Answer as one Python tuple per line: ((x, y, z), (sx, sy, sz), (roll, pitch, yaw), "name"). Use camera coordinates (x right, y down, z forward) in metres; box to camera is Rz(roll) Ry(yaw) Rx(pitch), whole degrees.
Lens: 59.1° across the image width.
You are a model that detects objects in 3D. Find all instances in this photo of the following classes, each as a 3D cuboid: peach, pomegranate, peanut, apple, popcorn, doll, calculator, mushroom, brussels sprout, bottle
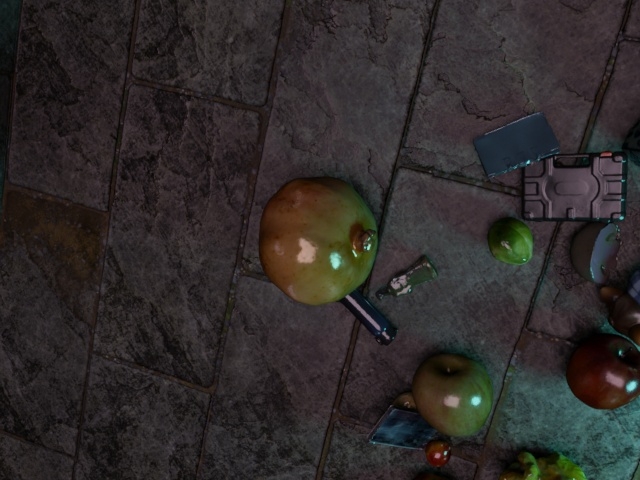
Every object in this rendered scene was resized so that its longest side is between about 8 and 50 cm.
((0.410, 0.744, 1.949), (0.098, 0.061, 0.098), (3, 110, 9), "peach")
((0.000, 0.000, 1.741), (0.412, 0.411, 0.411), (2, 101, 13), "pomegranate")
((0.264, 0.614, 1.952), (0.100, 0.099, 0.214), (35, 100, 5), "peanut")
((0.860, 0.392, 1.696), (0.234, 0.234, 0.233), (2, 101, 13), "apple")
((0.421, 0.495, 1.807), (0.257, 0.256, 0.233), (-3, 118, 14), "apple")
((0.724, 0.800, 1.810), (0.277, 0.276, 0.225), (6, 138, 13), "popcorn")
((1.008, 0.162, 1.645), (0.339, 0.209, 0.318), (-47, 55, 15), "doll")
((0.292, 0.635, 1.901), (0.262, 0.021, 0.161), (23, 108, -33), "calculator")
((0.816, 0.028, 1.695), (0.117, 0.141, 0.188), (22, 103, 44), "mushroom")
((0.583, 0.003, 1.741), (0.118, 0.155, 0.155), (-7, 100, 51), "brussels sprout")
((0.156, 0.252, 1.915), (0.244, 0.072, 0.082), (44, 85, 2), "bottle")

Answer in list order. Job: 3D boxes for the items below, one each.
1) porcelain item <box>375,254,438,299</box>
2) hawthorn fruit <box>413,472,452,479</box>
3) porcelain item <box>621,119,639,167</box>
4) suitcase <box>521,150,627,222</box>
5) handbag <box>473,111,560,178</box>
((0.280, 0.139, 1.867), (0.216, 0.069, 0.081), (-34, 103, 16), "porcelain item")
((0.389, 0.884, 1.940), (0.179, 0.173, 0.173), (-34, 91, -9), "hawthorn fruit")
((0.972, -0.308, 1.507), (0.157, 0.281, 0.285), (39, 109, 3), "porcelain item")
((0.743, -0.156, 1.666), (0.286, 0.066, 0.206), (2, 101, 30), "suitcase")
((0.583, -0.282, 1.690), (0.221, 0.057, 0.144), (-19, 62, 16), "handbag")
